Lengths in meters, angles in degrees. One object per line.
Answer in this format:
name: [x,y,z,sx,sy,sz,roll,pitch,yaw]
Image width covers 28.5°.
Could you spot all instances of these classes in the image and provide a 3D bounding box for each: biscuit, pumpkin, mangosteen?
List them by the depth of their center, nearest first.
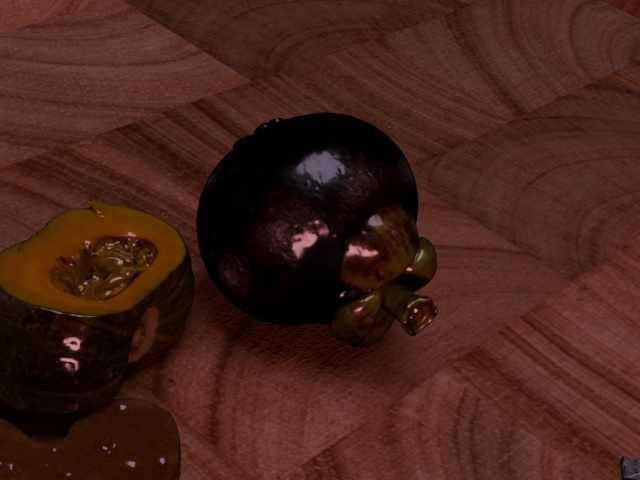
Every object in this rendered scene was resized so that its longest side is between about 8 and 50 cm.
biscuit: [-0.288,0.249,1.318,0.277,0.052,0.262,9,30,-5]
pumpkin: [-0.289,0.068,1.474,0.221,0.139,0.317,19,30,13]
mangosteen: [-0.002,-0.010,1.606,0.313,0.297,0.297,53,27,-21]

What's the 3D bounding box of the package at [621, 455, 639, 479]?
package: [0.423,0.287,1.541,0.110,0.015,0.037,12,40,0]
